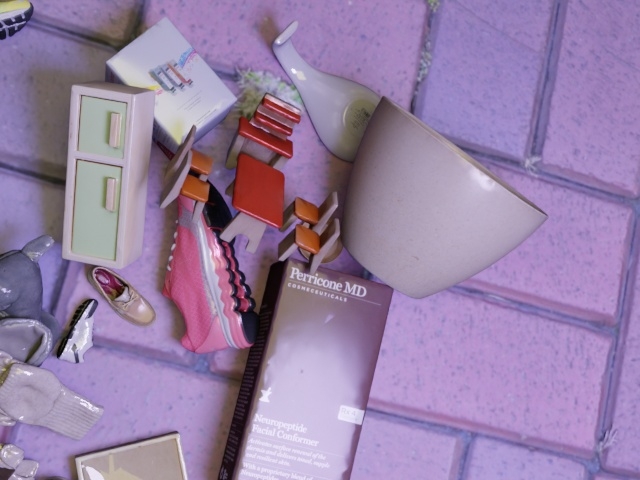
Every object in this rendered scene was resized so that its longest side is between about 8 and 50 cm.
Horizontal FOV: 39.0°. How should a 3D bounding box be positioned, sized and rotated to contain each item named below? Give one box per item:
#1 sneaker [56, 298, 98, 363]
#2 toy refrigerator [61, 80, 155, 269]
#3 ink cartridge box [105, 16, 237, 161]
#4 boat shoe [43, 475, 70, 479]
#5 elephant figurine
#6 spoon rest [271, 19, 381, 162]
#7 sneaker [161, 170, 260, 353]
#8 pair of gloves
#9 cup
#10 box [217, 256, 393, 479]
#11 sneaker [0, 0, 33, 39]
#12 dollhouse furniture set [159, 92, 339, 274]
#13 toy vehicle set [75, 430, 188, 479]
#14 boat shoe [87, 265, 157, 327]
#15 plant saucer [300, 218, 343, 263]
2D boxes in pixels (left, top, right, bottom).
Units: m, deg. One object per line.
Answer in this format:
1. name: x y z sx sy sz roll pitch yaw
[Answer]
1. sneaker: -0.378 0.145 1.435 0.043 0.040 0.109 29 80 -27
2. toy refrigerator: -0.326 -0.100 1.379 0.102 0.094 0.269 11 106 8
3. ink cartridge box: -0.246 -0.243 1.464 0.127 0.128 0.176 -41 94 -15
4. boat shoe: -0.362 0.498 1.330 0.113 0.103 0.302 -29 81 18
5. elephant figurine: -0.468 0.148 1.364 0.239 0.186 0.169 66 30 -11
6. spoon rest: 0.016 -0.257 1.574 0.137 0.084 0.276 -47 110 -14
7. sneaker: -0.205 0.035 1.454 0.136 0.116 0.314 -19 77 12
8. pair of gloves: -0.466 0.281 1.330 0.240 0.042 0.204 -42 121 7
9. cup: 0.169 -0.045 1.484 0.331 0.331 0.237 34 101 -9
10. box: -0.024 0.236 1.465 0.191 0.143 0.381 15 78 -13
11. sneaker: -0.560 -0.359 1.419 0.208 0.081 0.094 -17 86 -16
12. dollhouse furniture set: -0.094 -0.108 1.412 0.262 0.259 0.135 24 122 -18
13. toy vehicle set: -0.280 0.451 1.422 0.166 0.035 0.267 -10 86 -16
14. boat shoe: -0.319 0.091 1.448 0.135 0.045 0.050 40 76 -8
15. plant saucer: 0.000 0.000 1.561 0.083 0.015 0.083 2 82 -15
